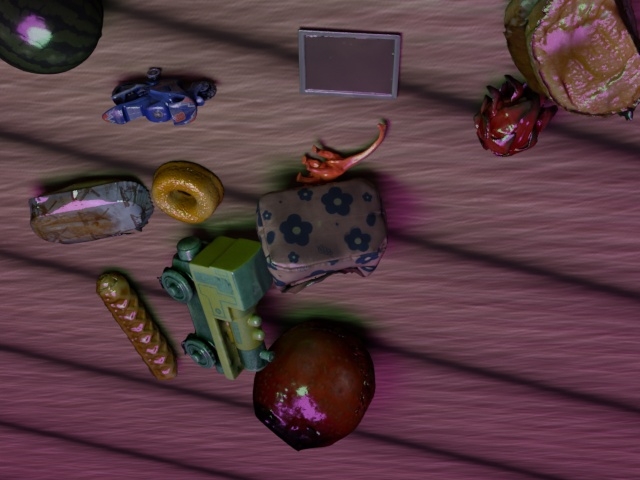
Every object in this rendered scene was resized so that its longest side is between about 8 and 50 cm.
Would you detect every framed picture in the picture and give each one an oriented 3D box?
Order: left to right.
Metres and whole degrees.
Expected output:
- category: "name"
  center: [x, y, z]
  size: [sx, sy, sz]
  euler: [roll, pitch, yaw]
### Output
- category: "framed picture"
  center: [0.052, -0.320, 1.742]
  size: [0.183, 0.011, 0.141]
  euler: [4, 135, 5]

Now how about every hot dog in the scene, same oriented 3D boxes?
- category: "hot dog"
  center: [-0.494, -0.065, 2.045]
  size: [0.271, 0.081, 0.162]
  euler: [-9, 142, 8]

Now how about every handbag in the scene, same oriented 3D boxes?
- category: "handbag"
  center: [0.000, 0.000, 1.917]
  size: [0.252, 0.190, 0.193]
  euler: [-9, 159, -8]

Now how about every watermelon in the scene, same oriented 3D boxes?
- category: "watermelon"
  center: [-0.472, -0.385, 1.625]
  size: [0.212, 0.212, 0.212]
  euler: [5, 135, 5]

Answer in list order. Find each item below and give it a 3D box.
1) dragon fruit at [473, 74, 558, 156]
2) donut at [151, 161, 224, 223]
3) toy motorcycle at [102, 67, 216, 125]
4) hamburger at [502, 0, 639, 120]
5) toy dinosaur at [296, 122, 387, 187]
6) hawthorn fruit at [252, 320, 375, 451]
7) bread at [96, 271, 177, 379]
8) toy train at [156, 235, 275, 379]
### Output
- category: "dragon fruit"
  center: [0.346, -0.218, 1.731]
  size: [0.121, 0.130, 0.142]
  euler: [39, 139, 17]
- category: "donut"
  center: [-0.280, -0.096, 1.994]
  size: [0.152, 0.058, 0.151]
  euler: [6, 135, 6]
- category: "toy motorcycle"
  center: [-0.298, -0.259, 1.788]
  size: [0.205, 0.114, 0.076]
  euler: [0, 136, 9]
- category: "hamburger"
  center: [0.421, -0.325, 1.588]
  size: [0.211, 0.132, 0.309]
  euler: [-18, 129, 26]
- category: "toy dinosaur"
  center: [0.019, -0.151, 1.886]
  size: [0.102, 0.055, 0.280]
  euler: [16, 143, -33]
- category: "hawthorn fruit"
  center: [-0.021, 0.342, 2.219]
  size: [0.316, 0.315, 0.315]
  euler: [5, 135, 5]
- category: "bread"
  center: [-0.438, 0.212, 2.315]
  size: [0.077, 0.084, 0.367]
  euler: [-34, 131, -14]
- category: "toy train"
  center: [-0.203, 0.157, 2.097]
  size: [0.237, 0.150, 0.368]
  euler: [12, 132, 33]
